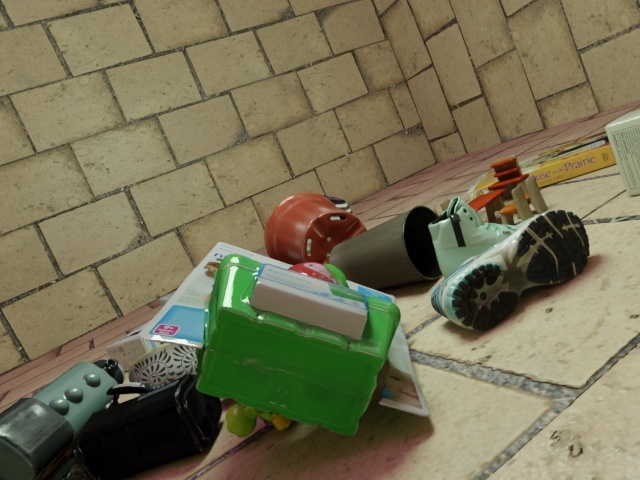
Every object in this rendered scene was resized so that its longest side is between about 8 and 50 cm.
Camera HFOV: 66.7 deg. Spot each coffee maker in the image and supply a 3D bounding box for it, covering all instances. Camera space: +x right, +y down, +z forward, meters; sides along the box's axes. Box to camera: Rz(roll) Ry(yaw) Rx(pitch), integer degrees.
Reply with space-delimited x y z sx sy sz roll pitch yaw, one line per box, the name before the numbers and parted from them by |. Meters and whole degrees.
coffee maker | -0.250 0.288 0.718 0.178 0.120 0.171 -23 31 11

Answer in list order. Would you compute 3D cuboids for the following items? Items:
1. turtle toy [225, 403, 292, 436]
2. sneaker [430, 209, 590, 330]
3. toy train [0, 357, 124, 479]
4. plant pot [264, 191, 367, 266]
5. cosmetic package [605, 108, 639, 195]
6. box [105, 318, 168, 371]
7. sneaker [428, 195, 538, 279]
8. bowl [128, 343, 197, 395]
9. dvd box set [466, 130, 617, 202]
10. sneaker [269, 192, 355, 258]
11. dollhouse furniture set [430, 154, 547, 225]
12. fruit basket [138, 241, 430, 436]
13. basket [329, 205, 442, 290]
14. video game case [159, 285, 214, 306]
turtle toy | -0.075 0.223 0.684 0.130 0.095 0.066 -29 -15 -38
sneaker | 0.292 0.036 0.768 0.283 0.110 0.122 -26 4 -15
toy train | -0.430 0.307 0.764 0.190 0.142 0.334 -53 0 12
plant pot | 0.000 0.000 1.420 0.272 0.272 0.265 -26 16 -16
cosmetic package | 0.718 -0.197 0.884 0.113 0.160 0.309 -28 9 -32
box | -0.478 0.281 1.488 0.169 0.087 0.290 -19 9 29
sneaker | 0.330 -0.030 0.938 0.256 0.151 0.094 -24 6 -15
bowl | -0.245 0.256 0.859 0.170 0.170 0.080 -24 52 -5
dvd box set | 0.697 -0.226 1.526 0.420 0.062 0.308 -19 9 33
sneaker | -0.071 -0.026 1.738 0.448 0.257 0.169 -21 8 23
dollhouse furniture set | 0.437 -0.115 1.258 0.259 0.135 0.262 -30 9 -38
fruit basket | -0.026 0.087 0.674 0.327 0.165 0.353 18 21 -2
basket | 0.144 0.035 1.086 0.227 0.154 0.204 -22 8 39
video game case | -0.294 0.141 1.557 0.300 0.036 0.329 -3 16 40
